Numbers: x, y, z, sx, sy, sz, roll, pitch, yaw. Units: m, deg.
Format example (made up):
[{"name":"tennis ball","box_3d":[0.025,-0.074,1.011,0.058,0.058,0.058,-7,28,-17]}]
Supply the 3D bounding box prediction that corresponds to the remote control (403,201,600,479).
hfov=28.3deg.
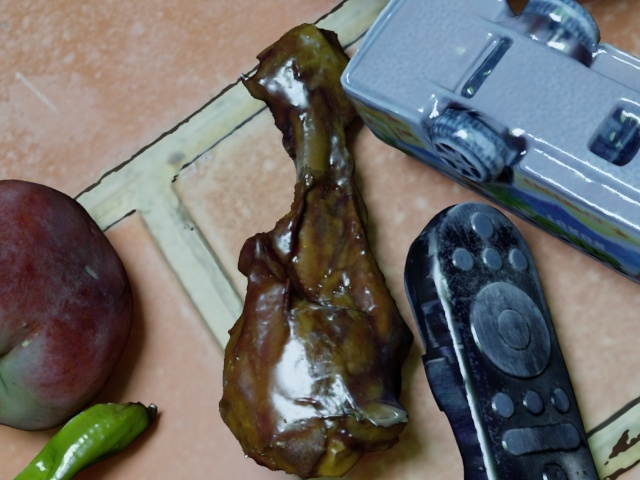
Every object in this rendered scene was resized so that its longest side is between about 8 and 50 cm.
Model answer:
[{"name":"remote control","box_3d":[0.104,0.108,0.709,0.090,0.066,0.266,-1,66,-30]}]

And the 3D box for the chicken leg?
[{"name":"chicken leg","box_3d":[0.000,0.000,0.779,0.113,0.093,0.304,2,62,-1]}]

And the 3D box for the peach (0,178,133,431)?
[{"name":"peach","box_3d":[-0.188,0.030,0.792,0.152,0.152,0.152,-5,69,15]}]

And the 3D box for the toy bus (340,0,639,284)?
[{"name":"toy bus","box_3d":[0.174,-0.033,0.702,0.329,0.136,0.109,32,79,25]}]

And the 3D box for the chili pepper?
[{"name":"chili pepper","box_3d":[-0.176,0.174,0.776,0.050,0.052,0.202,32,83,10]}]
